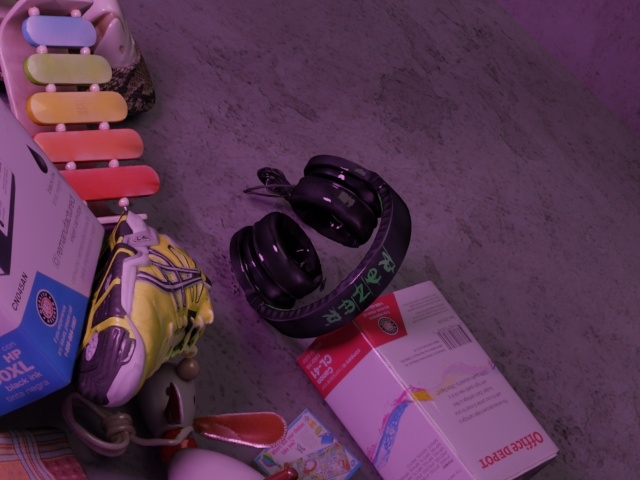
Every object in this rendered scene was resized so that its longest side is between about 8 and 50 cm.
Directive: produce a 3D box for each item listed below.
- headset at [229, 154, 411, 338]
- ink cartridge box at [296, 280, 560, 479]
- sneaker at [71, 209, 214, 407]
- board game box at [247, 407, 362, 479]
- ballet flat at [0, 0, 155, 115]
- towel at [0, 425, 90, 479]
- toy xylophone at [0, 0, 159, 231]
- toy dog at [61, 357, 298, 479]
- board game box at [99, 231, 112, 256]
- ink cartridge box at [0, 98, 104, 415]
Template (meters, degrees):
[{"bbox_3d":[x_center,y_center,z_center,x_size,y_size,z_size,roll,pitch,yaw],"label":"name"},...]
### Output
[{"bbox_3d":[0.000,0.000,2.213,0.185,0.243,0.394,43,5,-34],"label":"headset"},{"bbox_3d":[0.147,0.223,2.178,0.226,0.131,0.306,-12,62,-54],"label":"ink cartridge box"},{"bbox_3d":[-0.190,0.078,1.827,0.147,0.145,0.385,27,20,-11],"label":"sneaker"},{"bbox_3d":[-0.021,0.285,2.017,0.103,0.026,0.154,46,32,4],"label":"board game box"},{"bbox_3d":[-0.379,-0.281,2.147,0.482,0.182,0.164,9,41,-43],"label":"ballet flat"},{"bbox_3d":[-0.323,0.302,1.596,0.271,0.040,0.370,57,24,19],"label":"towel"},{"bbox_3d":[-0.334,-0.149,2.005,0.236,0.081,0.323,-19,89,-51],"label":"toy xylophone"},{"bbox_3d":[-0.115,0.235,1.794,0.334,0.161,0.220,50,22,27],"label":"toy dog"},{"bbox_3d":[-0.354,-0.019,2.003,0.259,0.039,0.124,28,34,-27],"label":"board game box"},{"bbox_3d":[-0.417,-0.039,1.691,0.395,0.166,0.285,55,21,-30],"label":"ink cartridge box"}]
